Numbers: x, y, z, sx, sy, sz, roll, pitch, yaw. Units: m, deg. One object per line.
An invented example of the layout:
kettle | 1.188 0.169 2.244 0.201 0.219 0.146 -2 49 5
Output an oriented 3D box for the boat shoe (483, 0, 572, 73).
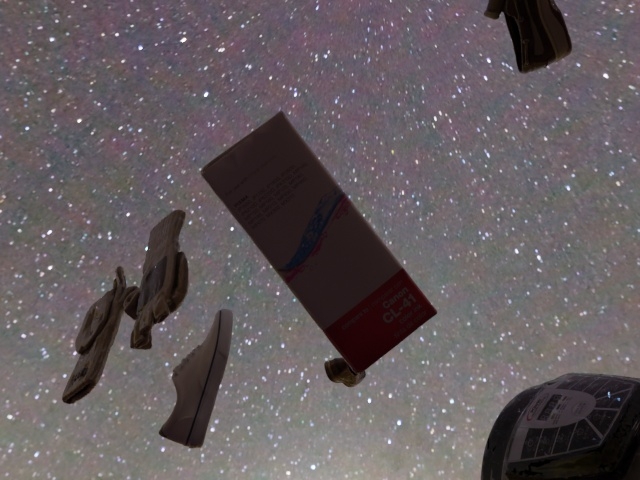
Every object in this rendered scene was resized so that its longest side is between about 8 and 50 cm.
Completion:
boat shoe | 0.302 -0.382 0.754 0.095 0.095 0.257 -28 -71 18

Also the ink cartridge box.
ink cartridge box | 0.000 0.000 0.663 0.131 0.226 0.306 -36 -88 2

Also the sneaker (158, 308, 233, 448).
sneaker | -0.229 0.245 0.901 0.091 0.258 0.094 17 -26 -10

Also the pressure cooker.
pressure cooker | 0.448 0.391 0.701 0.369 0.376 0.420 11 -17 -18

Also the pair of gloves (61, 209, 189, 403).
pair of gloves | -0.256 0.088 0.662 0.240 0.204 0.042 -41 -53 20

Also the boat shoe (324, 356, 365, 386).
boat shoe | 0.076 0.322 1.197 0.060 0.064 0.178 -29 -30 18
